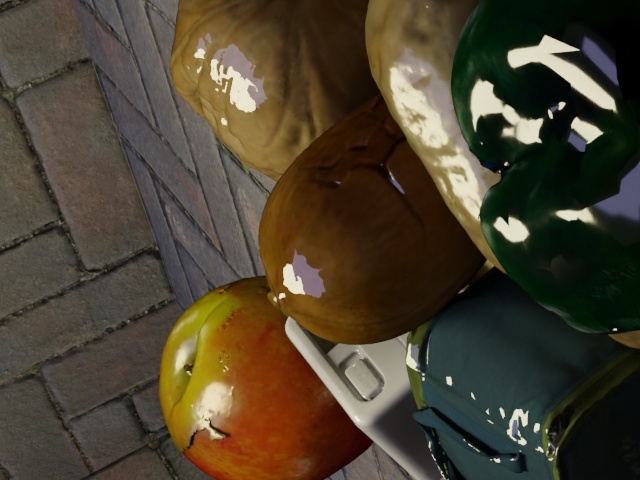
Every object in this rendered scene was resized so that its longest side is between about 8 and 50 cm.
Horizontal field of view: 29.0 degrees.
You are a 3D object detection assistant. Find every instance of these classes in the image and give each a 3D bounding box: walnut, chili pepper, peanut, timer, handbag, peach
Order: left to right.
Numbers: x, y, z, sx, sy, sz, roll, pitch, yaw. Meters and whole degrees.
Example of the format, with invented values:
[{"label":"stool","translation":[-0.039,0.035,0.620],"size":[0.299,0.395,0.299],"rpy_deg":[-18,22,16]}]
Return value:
[{"label":"peach","translation":[-0.057,0.220,1.902],"size":[0.370,0.370,0.370],"rpy_deg":[55,162,27]},{"label":"walnut","translation":[-0.022,-0.198,1.316],"size":[0.277,0.252,0.313],"rpy_deg":[47,168,16]},{"label":"walnut","translation":[0.070,-0.039,1.160],"size":[0.203,0.298,0.203],"rpy_deg":[35,164,11]},{"label":"timer","translation":[0.109,0.133,1.438],"size":[0.192,0.194,0.195],"rpy_deg":[49,-179,42]},{"label":"peanut","translation":[0.184,-0.082,1.002],"size":[0.387,0.192,0.169],"rpy_deg":[56,-155,1]},{"label":"handbag","translation":[0.230,0.165,1.156],"size":[0.241,0.222,0.263],"rpy_deg":[34,149,52]},{"label":"chili pepper","translation":[0.215,-0.083,0.777],"size":[0.257,0.233,0.248],"rpy_deg":[135,115,-70]}]

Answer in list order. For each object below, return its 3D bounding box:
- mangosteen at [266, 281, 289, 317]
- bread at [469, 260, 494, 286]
[{"label":"mangosteen","translation":[0.027,0.037,1.630],"size":[0.210,0.210,0.210],"rpy_deg":[55,162,27]},{"label":"bread","translation":[0.184,-0.019,1.333],"size":[0.182,0.039,0.251],"rpy_deg":[51,160,40]}]
